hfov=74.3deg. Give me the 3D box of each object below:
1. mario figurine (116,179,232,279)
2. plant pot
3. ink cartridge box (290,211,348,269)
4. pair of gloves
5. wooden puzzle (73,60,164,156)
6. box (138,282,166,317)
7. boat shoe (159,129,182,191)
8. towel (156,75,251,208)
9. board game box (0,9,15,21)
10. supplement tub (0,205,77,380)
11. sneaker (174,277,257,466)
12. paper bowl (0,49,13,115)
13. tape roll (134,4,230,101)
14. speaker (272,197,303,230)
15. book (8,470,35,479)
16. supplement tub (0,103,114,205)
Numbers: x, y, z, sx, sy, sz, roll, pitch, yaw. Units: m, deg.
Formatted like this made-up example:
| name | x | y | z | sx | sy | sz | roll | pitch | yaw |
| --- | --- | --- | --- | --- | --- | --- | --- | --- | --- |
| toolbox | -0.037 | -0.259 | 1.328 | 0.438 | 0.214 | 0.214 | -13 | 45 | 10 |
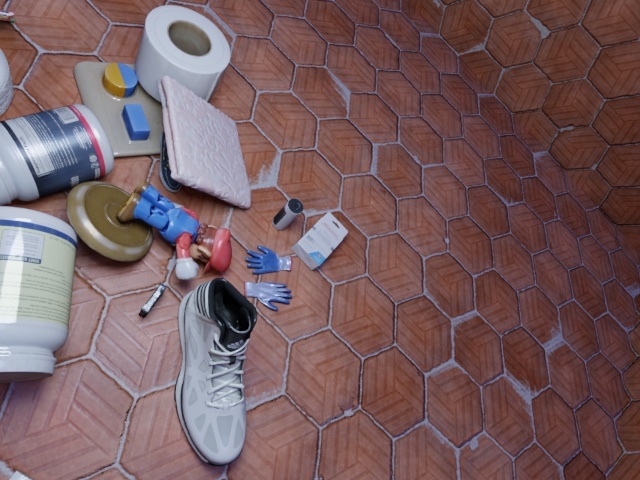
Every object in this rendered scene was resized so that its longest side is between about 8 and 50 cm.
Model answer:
| name | x | y | z | sx | sy | sz | roll | pitch | yaw |
| --- | --- | --- | --- | --- | --- | --- | --- | --- | --- |
| mario figurine | -0.389 | -0.006 | 1.148 | 0.320 | 0.170 | 0.198 | 37 | 64 | -22 |
| plant pot | -0.521 | -0.057 | 1.077 | 0.236 | 0.032 | 0.236 | 47 | 23 | -28 |
| ink cartridge box | 0.000 | 0.000 | 1.403 | 0.104 | 0.060 | 0.180 | 46 | 55 | -3 |
| pair of gloves | -0.157 | 0.113 | 1.289 | 0.159 | 0.023 | 0.198 | 11 | 63 | -25 |
| wooden puzzle | -0.520 | -0.416 | 1.285 | 0.347 | 0.080 | 0.322 | -16 | 77 | -33 |
| box | -0.432 | 0.155 | 1.088 | 0.018 | 0.067 | 0.083 | 36 | 55 | -11 |
| boat shoe | -0.425 | -0.232 | 1.218 | 0.065 | 0.083 | 0.184 | -9 | 99 | -36 |
| towel | -0.331 | -0.271 | 1.233 | 0.331 | 0.053 | 0.317 | 21 | 52 | -64 |
| board game box | -0.963 | -0.596 | 1.092 | 0.281 | 0.145 | 0.027 | -12 | 118 | -33 |
| supplement tub | -0.652 | 0.118 | 0.878 | 0.235 | 0.235 | 0.325 | 5 | 66 | -28 |
| sneaker | -0.246 | 0.304 | 1.010 | 0.169 | 0.257 | 0.448 | -3 | 71 | -30 |
| paper bowl | -0.925 | -0.422 | 1.021 | 0.284 | 0.148 | 0.285 | 11 | 64 | -23 |
| tape roll | -0.413 | -0.544 | 1.266 | 0.246 | 0.169 | 0.246 | 15 | 59 | -27 |
| speaker | -0.104 | -0.082 | 1.335 | 0.055 | 0.136 | 0.055 | 11 | 64 | -25 |
| book | -0.617 | 0.551 | 0.834 | 0.096 | 0.035 | 0.144 | 36 | 57 | -7 |
| supplement tub | -0.679 | -0.212 | 1.037 | 0.272 | 0.191 | 0.191 | -31 | 86 | -35 |
